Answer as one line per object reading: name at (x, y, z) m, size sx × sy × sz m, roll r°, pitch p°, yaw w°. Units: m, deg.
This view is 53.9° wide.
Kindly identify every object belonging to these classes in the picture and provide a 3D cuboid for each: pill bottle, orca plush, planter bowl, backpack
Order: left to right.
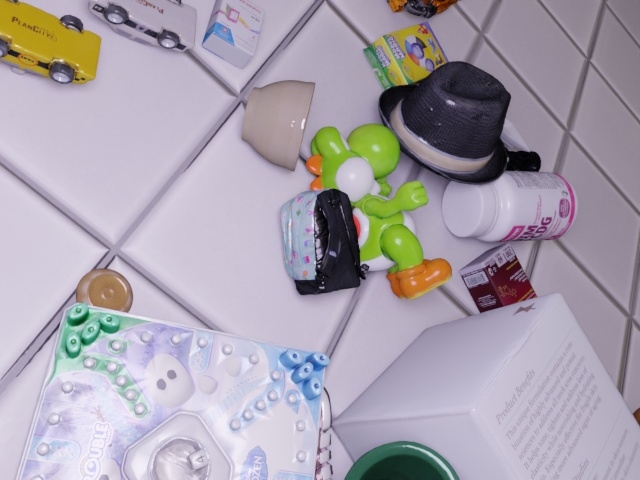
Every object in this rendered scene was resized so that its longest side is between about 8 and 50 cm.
planter bowl at (-0.079, -0.216, 1.128) m, size 0.109 × 0.162 × 0.162 m, roll 14°, pitch 61°, yaw -3°
backpack at (0.000, 0.000, 1.108) m, size 0.152 × 0.115 × 0.182 m, roll -6°, pitch 88°, yaw -56°
pill bottle at (0.427, -0.077, 1.427) m, size 0.282 × 0.160 × 0.161 m, roll -2°, pitch 73°, yaw -28°
orca plush at (0.480, -0.181, 1.556) m, size 0.287 × 0.102 × 0.151 m, roll -6°, pitch 76°, yaw -38°

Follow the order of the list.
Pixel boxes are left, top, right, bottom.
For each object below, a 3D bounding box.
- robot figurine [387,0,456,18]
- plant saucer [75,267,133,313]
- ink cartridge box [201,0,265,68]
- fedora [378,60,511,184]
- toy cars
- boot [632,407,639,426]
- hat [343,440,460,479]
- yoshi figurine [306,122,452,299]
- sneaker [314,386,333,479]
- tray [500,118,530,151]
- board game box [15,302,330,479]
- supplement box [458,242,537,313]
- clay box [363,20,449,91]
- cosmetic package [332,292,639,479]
robot figurine at (0.247, -0.649, 1.581) m, size 0.291 × 0.085 × 0.211 m, roll -28°, pitch 89°, yaw -41°
plant saucer at (-0.310, 0.078, 0.913) m, size 0.083 × 0.015 × 0.084 m, roll 14°, pitch 64°, yaw -32°
ink cartridge box at (-0.163, -0.403, 1.194) m, size 0.088 × 0.052 × 0.123 m, roll 24°, pitch 58°, yaw -27°
fedora at (0.290, -0.268, 1.310) m, size 0.333 × 0.152 × 0.334 m, roll 17°, pitch 46°, yaw -18°
toy cars at (-0.369, -0.336, 0.995) m, size 0.393 × 0.087 × 0.177 m, roll -37°, pitch 101°, yaw -43°
boot at (0.718, 0.451, 1.487) m, size 0.280 × 0.096 × 0.264 m, roll -12°, pitch 79°, yaw -40°
hat at (0.122, 0.409, 0.971) m, size 0.173 × 0.208 × 0.183 m, roll 63°, pitch 3°, yaw 22°
yoshi figurine at (0.131, -0.079, 1.209) m, size 0.362 × 0.203 × 0.203 m, roll 58°, pitch 35°, yaw -1°
sneaker at (-0.065, 0.356, 0.948) m, size 0.162 × 0.106 × 0.282 m, roll 4°, pitch 68°, yaw -21°
tray at (0.409, -0.316, 1.581) m, size 0.270 × 0.030 × 0.145 m, roll 29°, pitch 32°, yaw -25°
board game box at (-0.185, 0.301, 0.832) m, size 0.389 × 0.050 × 0.390 m, roll 15°, pitch 65°, yaw -17°
supplement box at (0.418, 0.141, 1.400) m, size 0.130 × 0.073 × 0.240 m, roll -28°, pitch 91°, yaw -41°
clay box at (0.206, -0.429, 1.481) m, size 0.222 × 0.053 × 0.128 m, roll -32°, pitch 94°, yaw -41°
cosmetic package at (0.306, 0.360, 1.061) m, size 0.329 × 0.327 × 0.394 m, roll -34°, pitch 95°, yaw -41°
